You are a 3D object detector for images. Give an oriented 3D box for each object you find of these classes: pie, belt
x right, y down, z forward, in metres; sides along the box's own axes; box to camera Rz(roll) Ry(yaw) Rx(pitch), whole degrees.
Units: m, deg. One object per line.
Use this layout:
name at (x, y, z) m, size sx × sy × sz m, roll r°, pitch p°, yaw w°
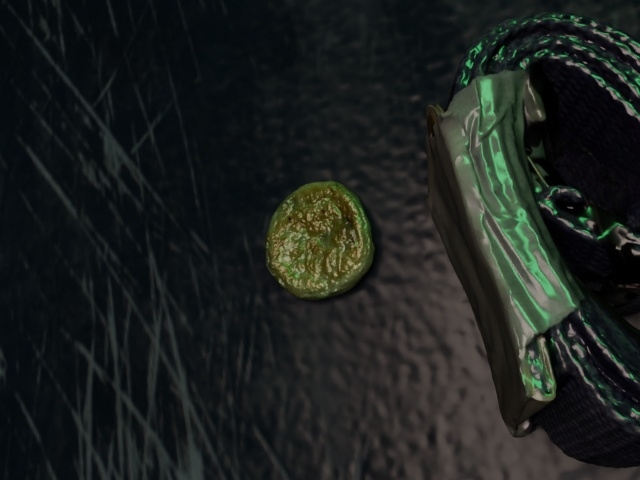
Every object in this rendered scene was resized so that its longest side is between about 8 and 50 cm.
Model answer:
pie at (-0.002, 0.000, 0.509) m, size 0.084 × 0.021 × 0.084 m, roll -4°, pitch 81°, yaw 22°
belt at (0.134, 0.003, 0.397) m, size 0.140 × 0.126 × 0.230 m, roll -15°, pitch 70°, yaw -6°
